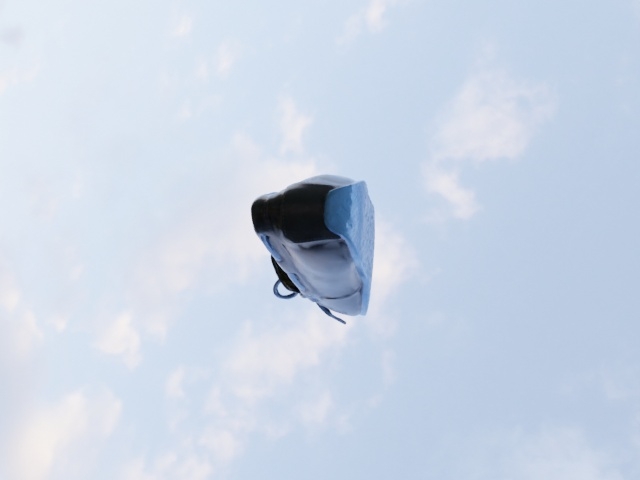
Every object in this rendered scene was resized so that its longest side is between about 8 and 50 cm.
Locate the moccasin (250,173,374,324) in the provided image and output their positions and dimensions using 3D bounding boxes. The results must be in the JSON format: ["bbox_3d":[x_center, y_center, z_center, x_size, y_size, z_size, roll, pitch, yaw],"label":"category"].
[{"bbox_3d":[0.000,0.000,0.823,0.117,0.342,0.137,2,-111,7],"label":"moccasin"}]
